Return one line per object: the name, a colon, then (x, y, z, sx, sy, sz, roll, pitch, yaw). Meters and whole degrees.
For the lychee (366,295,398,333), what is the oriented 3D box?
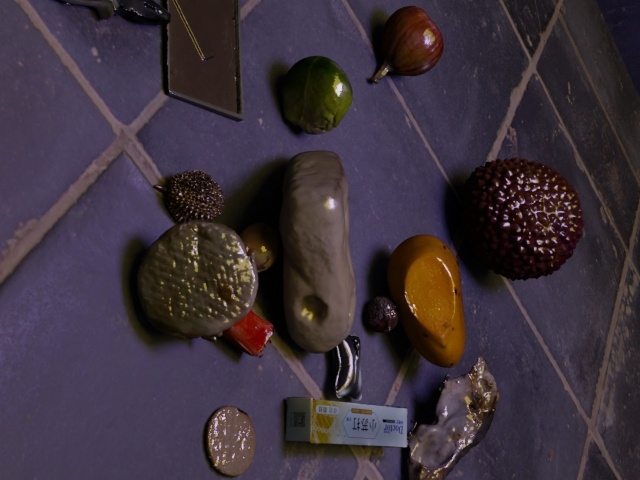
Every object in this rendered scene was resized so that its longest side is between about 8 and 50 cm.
lychee: (0.129, 0.156, 1.937, 0.068, 0.067, 0.083, 99, -16, -54)

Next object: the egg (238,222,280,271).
egg: (-0.111, 0.008, 1.666, 0.080, 0.080, 0.096, 45, 41, -34)

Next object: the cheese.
cheese: (0.000, 0.000, 1.763, 0.328, 0.129, 0.351, -84, 170, -59)

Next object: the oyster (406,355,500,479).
oyster: (0.279, 0.394, 1.990, 0.337, 0.133, 0.198, -47, 143, -33)

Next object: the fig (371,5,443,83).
fig: (0.208, -0.448, 2.200, 0.149, 0.148, 0.202, 21, 100, -15)

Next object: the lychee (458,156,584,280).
lychee: (0.495, -0.056, 2.303, 0.330, 0.306, 0.306, 30, 56, -40)

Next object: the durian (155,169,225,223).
durian: (-0.211, -0.078, 1.577, 0.140, 0.071, 0.111, 19, 63, -43)

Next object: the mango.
mango: (0.235, 0.132, 1.995, 0.191, 0.159, 0.291, 77, -1, -86)

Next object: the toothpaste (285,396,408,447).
toothpaste: (0.056, 0.351, 1.779, 0.312, 0.071, 0.089, 17, 69, -49)

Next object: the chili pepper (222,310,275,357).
chili pepper: (-0.138, 0.141, 1.597, 0.073, 0.070, 0.123, -43, 126, -2)

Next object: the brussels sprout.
brussels sprout: (-0.003, -0.293, 1.862, 0.155, 0.155, 0.117, 62, 38, -17)

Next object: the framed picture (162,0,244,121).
framed picture: (-0.215, -0.367, 1.711, 0.192, 0.018, 0.266, 15, 67, -49)

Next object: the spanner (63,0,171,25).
spanner: (-0.371, -0.412, 1.505, 0.324, 0.040, 0.096, 14, 67, -48)

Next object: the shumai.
shumai: (-0.196, 0.069, 1.506, 0.201, 0.120, 0.201, 1, 86, -8)

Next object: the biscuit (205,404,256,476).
biscuit: (-0.149, 0.336, 1.557, 0.120, 0.015, 0.120, 21, 63, -48)

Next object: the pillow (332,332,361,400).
pillow: (0.052, 0.244, 1.822, 0.091, 0.055, 0.136, 64, 26, -73)
